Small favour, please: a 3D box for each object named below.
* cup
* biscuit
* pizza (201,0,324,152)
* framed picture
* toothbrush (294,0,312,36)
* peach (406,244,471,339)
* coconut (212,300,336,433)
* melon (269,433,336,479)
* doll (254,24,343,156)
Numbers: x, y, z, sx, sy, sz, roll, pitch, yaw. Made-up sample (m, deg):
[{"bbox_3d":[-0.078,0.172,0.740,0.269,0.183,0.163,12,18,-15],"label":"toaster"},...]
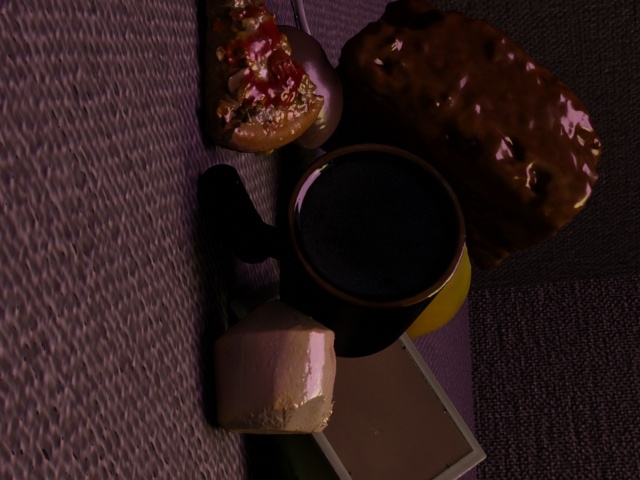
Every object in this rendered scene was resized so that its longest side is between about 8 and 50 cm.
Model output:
[{"bbox_3d":[0.015,-0.007,1.249,0.239,0.166,0.177,47,-21,13],"label":"cup"},{"bbox_3d":[0.168,-0.132,1.640,0.166,0.343,0.395,-51,-179,-13],"label":"biscuit"},{"bbox_3d":[-0.066,-0.190,1.306,0.188,0.062,0.199,-33,107,-56],"label":"pizza"},{"bbox_3d":[0.040,0.148,1.329,0.217,0.017,0.274,-18,73,-49],"label":"framed picture"},{"bbox_3d":[-0.005,-0.249,1.851,0.040,0.040,0.386,-83,166,-50],"label":"toothbrush"},{"bbox_3d":[0.070,0.022,1.576,0.231,0.231,0.231,-7,90,-79],"label":"peach"},{"bbox_3d":[-0.042,0.117,1.193,0.116,0.116,0.122,40,48,-74],"label":"coconut"},{"bbox_3d":[0.003,0.192,1.372,0.323,0.124,0.196,-70,152,-54],"label":"melon"},{"bbox_3d":[-0.047,-0.169,1.442,0.188,0.096,0.145,-17,85,-54],"label":"doll"}]
